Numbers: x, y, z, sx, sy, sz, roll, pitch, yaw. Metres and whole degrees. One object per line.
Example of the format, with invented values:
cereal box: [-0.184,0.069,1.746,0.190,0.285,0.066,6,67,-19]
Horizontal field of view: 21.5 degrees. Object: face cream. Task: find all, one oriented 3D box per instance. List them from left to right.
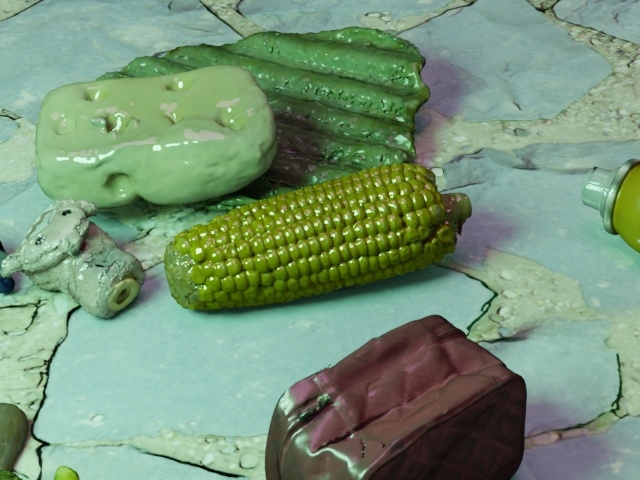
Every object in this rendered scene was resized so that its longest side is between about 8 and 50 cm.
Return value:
face cream: [0.426,-0.003,1.706,0.348,0.105,0.105,22,42,29]

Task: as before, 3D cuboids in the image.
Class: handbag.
handbag: [0.065,0.167,1.450,0.225,0.146,0.135,-27,48,-31]

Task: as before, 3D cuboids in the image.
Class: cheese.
cheese: [-0.178,-0.114,1.828,0.262,0.093,0.159,-5,45,1]

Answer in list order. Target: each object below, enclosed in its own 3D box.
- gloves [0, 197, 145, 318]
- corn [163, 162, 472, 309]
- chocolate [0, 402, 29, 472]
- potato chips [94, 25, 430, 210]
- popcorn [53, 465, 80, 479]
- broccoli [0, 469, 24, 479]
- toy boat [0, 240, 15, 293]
gloves: [-0.247,0.017,1.727,0.144,0.094,0.110,19,51,15]
corn: [0.000,0.000,1.718,0.321,0.119,0.119,-17,38,-13]
chocolate: [-0.307,0.182,1.543,0.064,0.031,0.101,0,37,10]
potato chips: [-0.083,-0.151,1.970,0.429,0.070,0.358,15,42,24]
popcorn: [-0.128,0.307,1.197,0.225,0.276,0.276,16,38,7]
broccoli: [-0.275,0.246,1.388,0.131,0.130,0.120,0,69,-47]
toy boat: [-0.444,0.027,1.715,0.262,0.115,0.114,-2,-8,-13]
